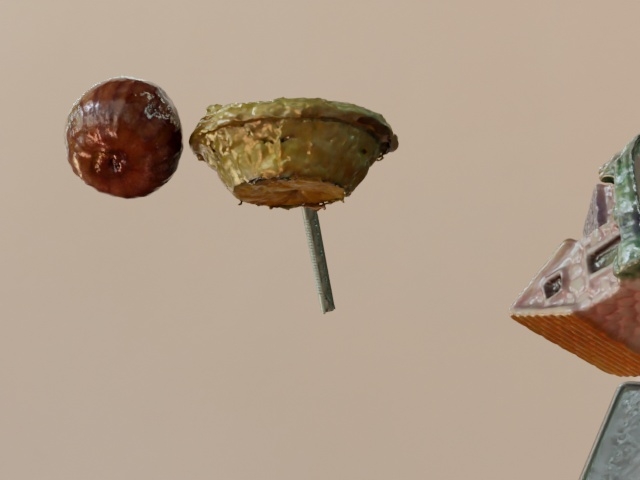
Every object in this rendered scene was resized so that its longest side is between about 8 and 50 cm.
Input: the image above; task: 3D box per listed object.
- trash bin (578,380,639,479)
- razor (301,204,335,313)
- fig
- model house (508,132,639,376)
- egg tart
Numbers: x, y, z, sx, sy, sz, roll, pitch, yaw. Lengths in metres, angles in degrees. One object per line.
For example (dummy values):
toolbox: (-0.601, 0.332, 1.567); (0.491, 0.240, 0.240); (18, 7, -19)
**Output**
trash bin: (0.293, 0.279, 1.435); (0.209, 0.290, 0.182); (35, -20, -36)
razor: (-0.005, -0.002, 2.022); (0.036, 0.211, 0.084); (27, 48, 35)
fig: (-0.198, -0.105, 1.749); (0.128, 0.128, 0.150); (2, 3, -3)
model house: (0.357, 0.026, 2.053); (0.202, 0.237, 0.237); (24, -43, -31)
egg tart: (-0.029, -0.083, 1.717); (0.213, 0.090, 0.212); (1, -11, 0)
